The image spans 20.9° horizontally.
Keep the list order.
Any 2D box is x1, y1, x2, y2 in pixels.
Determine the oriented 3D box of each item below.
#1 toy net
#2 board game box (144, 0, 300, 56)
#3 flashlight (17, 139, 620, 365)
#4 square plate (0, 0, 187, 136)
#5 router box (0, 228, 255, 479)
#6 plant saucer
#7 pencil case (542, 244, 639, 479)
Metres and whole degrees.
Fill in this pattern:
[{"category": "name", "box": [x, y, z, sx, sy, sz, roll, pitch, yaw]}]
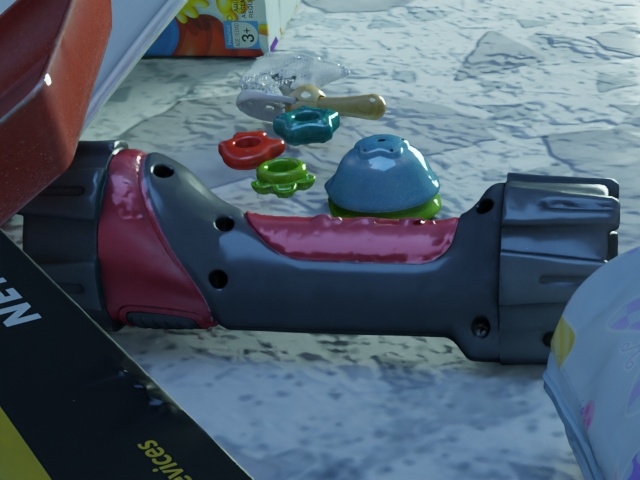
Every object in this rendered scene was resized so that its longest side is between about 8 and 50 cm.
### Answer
[{"category": "toy net", "box": [-0.014, -0.065, 1.099, 0.122, 0.045, 0.232, -12, 26, -14]}, {"category": "board game box", "box": [-0.165, -0.231, 1.339, 0.275, 0.144, 0.142, 1, 27, 10]}, {"category": "flashlight", "box": [0.000, 0.000, 0.893, 0.304, 0.103, 0.103, 0, 29, 9]}, {"category": "square plate", "box": [-0.238, -0.196, 1.185, 0.347, 0.049, 0.344, 25, 64, 22]}, {"category": "router box", "box": [-0.150, 0.103, 0.465, 0.243, 0.081, 0.309, -17, 31, -27]}, {"category": "plant saucer", "box": [-0.207, -0.032, 0.913, 0.259, 0.048, 0.258, -38, 20, 16]}, {"category": "pencil case", "box": [0.156, 0.101, 0.656, 0.124, 0.113, 0.273, -24, 23, 13]}]
